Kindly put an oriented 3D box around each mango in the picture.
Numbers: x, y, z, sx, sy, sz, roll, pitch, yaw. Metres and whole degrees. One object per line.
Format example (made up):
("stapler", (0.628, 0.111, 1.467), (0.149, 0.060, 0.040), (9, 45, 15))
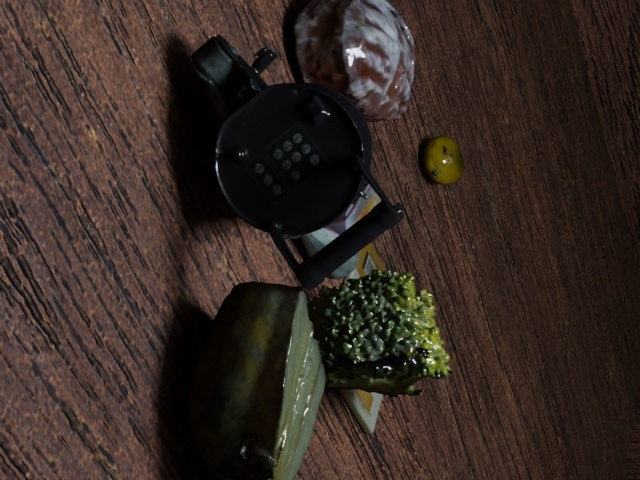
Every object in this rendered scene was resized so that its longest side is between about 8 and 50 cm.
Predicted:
("mango", (0.260, -0.168, 2.495), (0.161, 0.076, 0.103), (-18, 93, -72))

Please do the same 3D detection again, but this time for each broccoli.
("broccoli", (0.086, 0.141, 1.860), (0.273, 0.242, 0.180), (29, 59, -62))

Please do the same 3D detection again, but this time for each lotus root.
("lotus root", (-0.093, 0.229, 1.595), (0.267, 0.149, 0.260), (76, 24, -57))

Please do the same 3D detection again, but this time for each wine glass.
("wine glass", (0.000, 0.000, 1.914), (0.155, 0.073, 0.073), (46, 44, -52))

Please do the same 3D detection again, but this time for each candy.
("candy", (0.070, -0.313, 2.046), (0.289, 0.157, 0.214), (18, 77, -60))

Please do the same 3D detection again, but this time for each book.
("book", (0.080, 0.159, 2.096), (0.208, 0.020, 0.295), (62, 33, -36))

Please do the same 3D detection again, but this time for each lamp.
("lamp", (-0.024, -0.112, 1.680), (0.374, 0.205, 0.272), (54, 11, 17))

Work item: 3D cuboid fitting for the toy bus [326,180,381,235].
("toy bus", (0.057, -0.038, 2.064), (0.072, 0.057, 0.172), (65, 29, -20))
